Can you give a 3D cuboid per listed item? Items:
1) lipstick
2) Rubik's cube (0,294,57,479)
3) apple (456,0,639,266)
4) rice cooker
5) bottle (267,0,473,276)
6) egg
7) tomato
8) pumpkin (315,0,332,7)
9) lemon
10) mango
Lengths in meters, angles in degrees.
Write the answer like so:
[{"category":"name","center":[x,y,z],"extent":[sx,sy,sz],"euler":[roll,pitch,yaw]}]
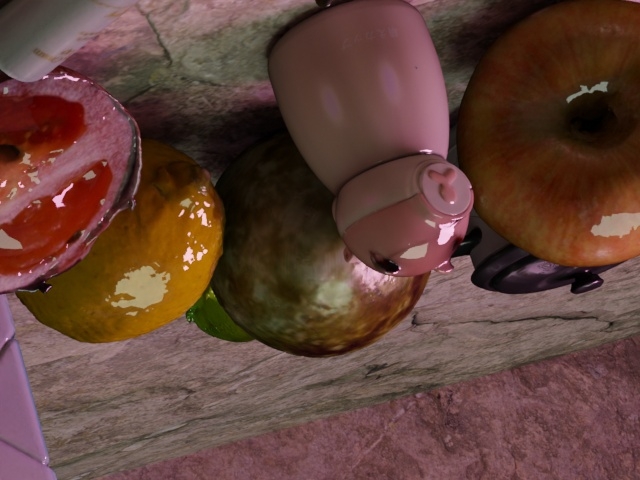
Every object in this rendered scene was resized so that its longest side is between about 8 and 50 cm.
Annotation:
[{"category":"lipstick","center":[-0.130,-0.191,0.908],"extent":[0.264,0.059,0.059],"euler":[-30,161,35]},{"category":"Rubik's cube","center":[-0.494,0.258,1.568],"extent":[0.318,0.322,0.316],"euler":[-13,163,-21]},{"category":"apple","center":[0.260,-0.099,1.304],"extent":[0.264,0.264,0.264],"euler":[-17,165,-5]},{"category":"rice cooker","center":[0.264,-0.049,1.529],"extent":[0.280,0.227,0.241],"euler":[-13,164,-15]},{"category":"bottle","center":[0.054,-0.077,1.175],"extent":[0.147,0.237,0.147],"euler":[-17,164,-5]},{"category":"egg","center":[0.000,0.000,1.356],"extent":[0.238,0.238,0.289],"euler":[-16,-177,-7]},{"category":"tomato","center":[-0.253,-0.069,1.085],"extent":[0.199,0.112,0.228],"euler":[-32,146,-16]},{"category":"pumpkin","center":[0.043,-0.258,0.822],"extent":[0.254,0.149,0.130],"euler":[-35,-146,-26]},{"category":"lemon","center":[-0.191,-0.001,1.260],"extent":[0.256,0.188,0.188],"euler":[-28,162,30]},{"category":"mango","center":[-0.110,0.076,1.789],"extent":[0.178,0.119,0.100],"euler":[-26,-154,48]}]
